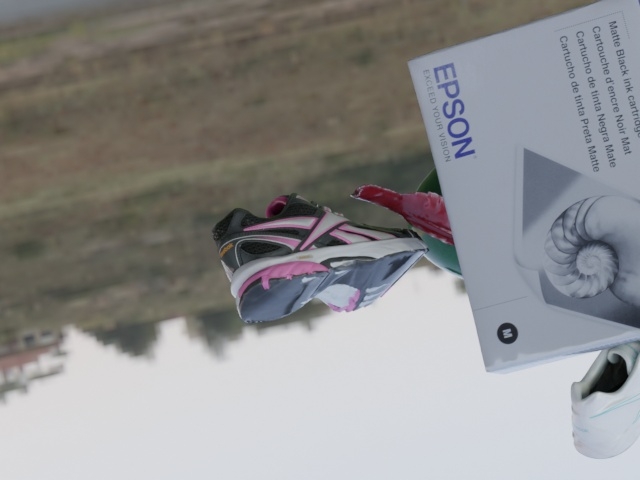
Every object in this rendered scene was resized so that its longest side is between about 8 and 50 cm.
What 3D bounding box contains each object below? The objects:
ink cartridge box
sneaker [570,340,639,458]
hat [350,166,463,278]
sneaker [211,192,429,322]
[{"bbox_3d":[0.190,-0.044,1.208,0.224,0.223,0.045,-16,172,15],"label":"ink cartridge box"},{"bbox_3d":[0.231,0.086,1.306,0.054,0.061,0.152,25,-122,40],"label":"sneaker"},{"bbox_3d":[0.085,0.009,1.355,0.183,0.208,0.173,-34,-159,-27],"label":"hat"},{"bbox_3d":[0.000,0.000,1.244,0.072,0.077,0.178,-44,156,31],"label":"sneaker"}]
